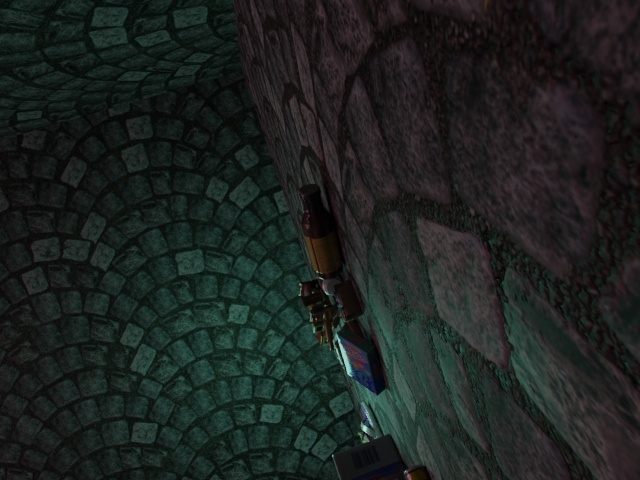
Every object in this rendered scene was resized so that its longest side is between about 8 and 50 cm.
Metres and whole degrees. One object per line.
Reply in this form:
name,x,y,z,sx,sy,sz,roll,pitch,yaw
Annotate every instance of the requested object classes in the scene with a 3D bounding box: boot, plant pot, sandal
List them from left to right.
plant pot,0.125,0.445,1.812,0.237,0.110,0.237,162,90,-84
sandal,0.256,0.983,2.286,0.416,0.102,0.169,-120,13,-63
boot,0.297,1.178,2.581,0.262,0.095,0.203,114,136,-75

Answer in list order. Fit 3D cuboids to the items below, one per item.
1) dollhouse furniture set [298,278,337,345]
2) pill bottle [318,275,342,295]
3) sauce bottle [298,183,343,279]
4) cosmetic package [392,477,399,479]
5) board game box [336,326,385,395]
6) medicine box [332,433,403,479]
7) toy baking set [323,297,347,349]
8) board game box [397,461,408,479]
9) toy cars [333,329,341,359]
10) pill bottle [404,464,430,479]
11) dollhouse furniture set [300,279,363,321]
dollhouse furniture set,-0.022,0.404,2.489,0.374,0.152,0.201,95,159,-45
pill bottle,0.043,0.174,1.828,0.152,0.086,0.086,-144,36,-81
sauce bottle,-0.001,-0.027,1.527,0.111,0.111,0.344,-117,11,-53
cosmetic package,0.300,1.035,1.797,0.231,0.117,0.085,58,-176,-45
board game box,0.144,0.429,1.609,0.160,0.047,0.210,22,136,49
medicine box,0.220,1.011,1.929,0.149,0.263,0.289,-119,12,-61
toy baking set,0.070,0.362,1.947,0.197,0.030,0.256,5,-110,-60
board game box,0.342,0.926,1.709,0.186,0.026,0.126,97,153,-76
toy cars,0.112,0.580,2.431,0.393,0.087,0.176,131,120,-83
pill bottle,0.297,0.727,1.325,0.065,0.065,0.116,79,171,-50
dollhouse furniture set,0.037,0.237,1.611,0.129,0.184,0.129,95,155,-75
